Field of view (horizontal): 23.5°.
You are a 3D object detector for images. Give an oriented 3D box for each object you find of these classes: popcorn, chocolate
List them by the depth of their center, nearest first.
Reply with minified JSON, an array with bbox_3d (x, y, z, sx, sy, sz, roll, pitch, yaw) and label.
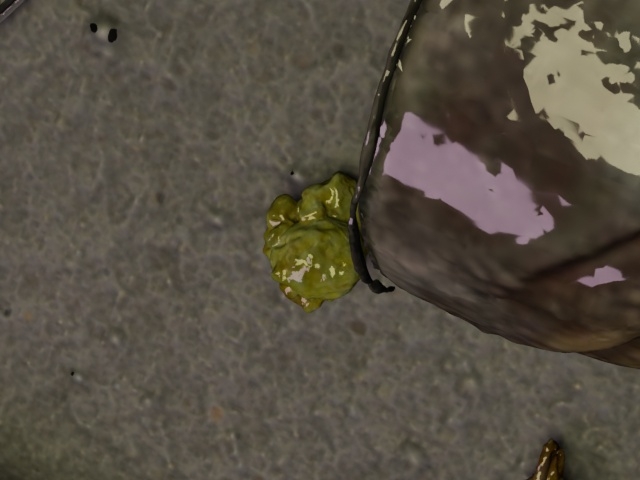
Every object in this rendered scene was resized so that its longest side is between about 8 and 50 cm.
[{"bbox_3d":[0.176,-0.063,0.696,0.213,0.303,0.303,28,111,19],"label":"chocolate"},{"bbox_3d":[0.003,0.002,0.909,0.068,0.059,0.083,26,87,37],"label":"popcorn"}]

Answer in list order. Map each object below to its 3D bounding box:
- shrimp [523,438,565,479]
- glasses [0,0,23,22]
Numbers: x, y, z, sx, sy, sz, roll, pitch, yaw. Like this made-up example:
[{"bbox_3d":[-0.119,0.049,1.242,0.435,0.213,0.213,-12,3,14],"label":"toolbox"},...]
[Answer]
[{"bbox_3d":[0.104,0.225,0.953,0.133,0.053,0.236,22,115,30],"label":"shrimp"},{"bbox_3d":[-0.163,-0.183,0.903,0.104,0.140,0.062,-17,56,-13],"label":"glasses"}]
